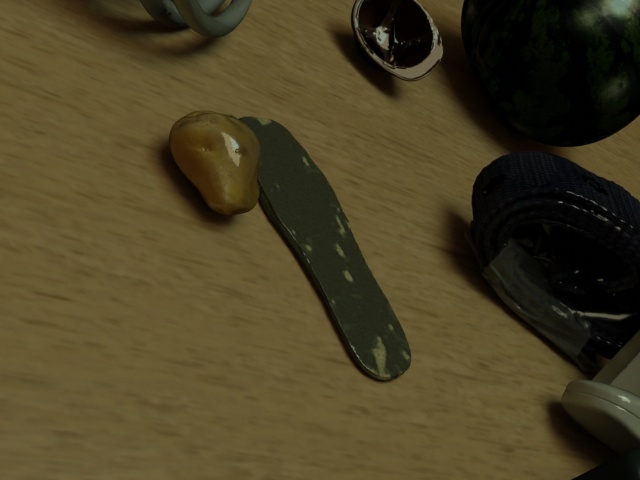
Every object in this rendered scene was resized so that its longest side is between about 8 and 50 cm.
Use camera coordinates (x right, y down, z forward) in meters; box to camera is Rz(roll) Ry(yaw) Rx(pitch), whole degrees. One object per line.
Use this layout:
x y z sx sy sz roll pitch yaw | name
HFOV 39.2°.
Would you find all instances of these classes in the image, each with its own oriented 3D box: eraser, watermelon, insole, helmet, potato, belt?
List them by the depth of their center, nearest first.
-0.073 -0.057 0.651 0.068 0.062 0.083 -7 81 -33 | potato
0.000 0.000 0.706 0.081 0.011 0.248 -4 59 -46 | insole
0.321 0.112 0.816 0.104 0.150 0.023 30 19 -24 | eraser
0.244 0.012 0.857 0.230 0.139 0.126 36 28 -14 | belt
0.074 -0.214 0.970 0.089 0.057 0.111 -37 89 -20 | helmet
0.301 -0.247 1.086 0.269 0.269 0.269 29 37 -25 | watermelon

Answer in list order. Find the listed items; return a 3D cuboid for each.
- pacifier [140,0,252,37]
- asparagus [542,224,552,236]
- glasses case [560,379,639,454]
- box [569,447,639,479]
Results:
-0.154 -0.314 0.742 0.233 0.244 0.299 19 5 13 | pacifier
0.258 -0.010 0.973 0.178 0.041 0.045 51 42 5 | asparagus
0.292 0.175 0.783 0.193 0.074 0.049 33 76 -19 | glasses case
0.270 0.256 0.664 0.144 0.090 0.201 13 45 -41 | box
